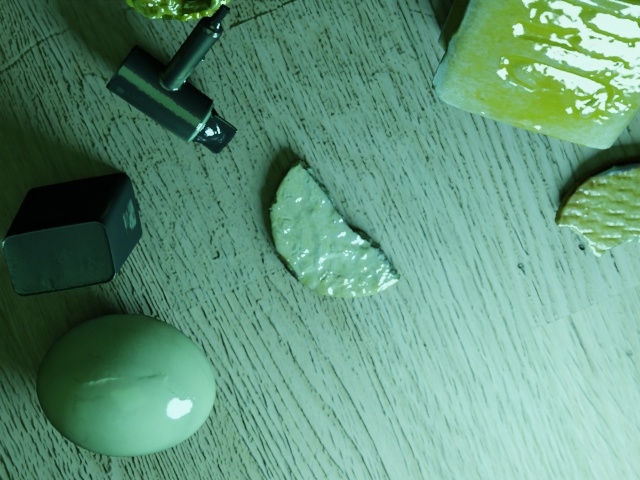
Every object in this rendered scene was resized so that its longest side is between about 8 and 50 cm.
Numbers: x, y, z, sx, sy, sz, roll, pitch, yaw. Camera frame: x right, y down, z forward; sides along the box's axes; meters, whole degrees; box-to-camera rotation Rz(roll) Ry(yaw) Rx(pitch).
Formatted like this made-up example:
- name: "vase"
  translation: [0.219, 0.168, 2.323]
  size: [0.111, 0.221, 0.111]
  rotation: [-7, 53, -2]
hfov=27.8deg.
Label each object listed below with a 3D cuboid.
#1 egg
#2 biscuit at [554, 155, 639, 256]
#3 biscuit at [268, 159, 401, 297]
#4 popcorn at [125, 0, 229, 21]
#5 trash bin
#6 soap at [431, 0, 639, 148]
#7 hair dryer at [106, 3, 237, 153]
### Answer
- name: "egg"
  translation: [-0.294, 0.218, 1.960]
  size: [0.269, 0.219, 0.219]
  rotation: [-3, 107, -6]
- name: "biscuit"
  translation: [0.487, -0.043, 1.991]
  size: [0.228, 0.031, 0.176]
  rotation: [25, 106, -10]
- name: "biscuit"
  translation: [0.000, 0.005, 1.996]
  size: [0.133, 0.032, 0.250]
  rotation: [-39, 104, 10]
- name: "popcorn"
  translation: [-0.194, -0.393, 1.809]
  size: [0.197, 0.155, 0.197]
  rotation: [-5, 111, -14]
- name: "trash bin"
  translation: [-0.361, -0.008, 1.884]
  size: [0.165, 0.225, 0.115]
  rotation: [-9, 106, 2]
- name: "soap"
  translation: [0.330, -0.296, 1.760]
  size: [0.293, 0.156, 0.335]
  rotation: [15, 150, -6]
- name: "hair dryer"
  translation: [-0.171, -0.241, 1.844]
  size: [0.195, 0.078, 0.248]
  rotation: [34, 138, -11]
